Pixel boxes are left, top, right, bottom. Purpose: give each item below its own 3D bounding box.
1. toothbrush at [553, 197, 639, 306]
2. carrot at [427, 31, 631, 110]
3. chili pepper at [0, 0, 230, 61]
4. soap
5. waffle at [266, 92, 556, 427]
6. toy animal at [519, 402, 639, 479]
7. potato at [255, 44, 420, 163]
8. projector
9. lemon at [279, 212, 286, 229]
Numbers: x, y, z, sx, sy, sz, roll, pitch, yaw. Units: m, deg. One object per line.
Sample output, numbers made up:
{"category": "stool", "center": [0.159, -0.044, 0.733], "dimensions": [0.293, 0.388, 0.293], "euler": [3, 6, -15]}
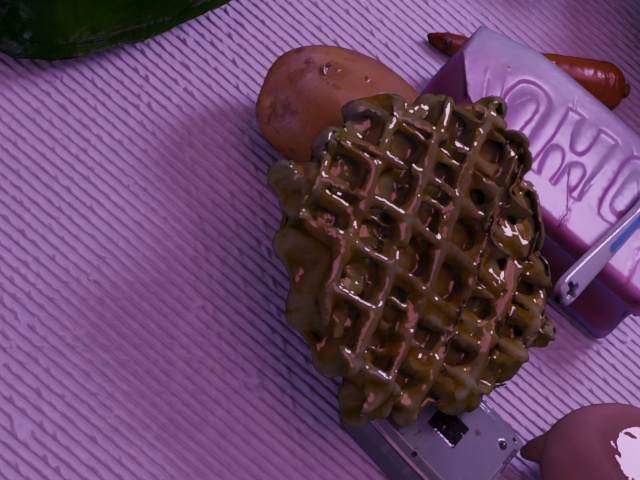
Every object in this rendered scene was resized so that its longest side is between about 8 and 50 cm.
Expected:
{"category": "toothbrush", "center": [0.358, -0.042, 1.476], "dimensions": [0.040, 0.040, 0.386], "euler": [48, 55, 3]}
{"category": "carrot", "center": [0.242, -0.196, 1.616], "dimensions": [0.256, 0.061, 0.061], "euler": [13, 62, -15]}
{"category": "chili pepper", "center": [-0.182, -0.315, 1.403], "dimensions": [0.385, 0.167, 0.213], "euler": [-28, 96, -31]}
{"category": "soap", "center": [0.246, -0.073, 1.528], "dimensions": [0.324, 0.109, 0.193], "euler": [40, 56, -2]}
{"category": "waffle", "center": [0.096, 0.015, 1.326], "dimensions": [0.297, 0.073, 0.317], "euler": [-17, 93, -26]}
{"category": "toy animal", "center": [0.303, 0.277, 1.363], "dimensions": [0.166, 0.154, 0.250], "euler": [-10, 74, -36]}
{"category": "potato", "center": [0.045, -0.108, 1.427], "dimensions": [0.233, 0.146, 0.150], "euler": [27, 49, -13]}
{"category": "projector", "center": [0.112, 0.186, 1.375], "dimensions": [0.147, 0.061, 0.115], "euler": [46, 56, 1]}
{"category": "lemon", "center": [0.000, 0.000, 1.400], "dimensions": [0.082, 0.082, 0.111], "euler": [6, 65, -21]}
